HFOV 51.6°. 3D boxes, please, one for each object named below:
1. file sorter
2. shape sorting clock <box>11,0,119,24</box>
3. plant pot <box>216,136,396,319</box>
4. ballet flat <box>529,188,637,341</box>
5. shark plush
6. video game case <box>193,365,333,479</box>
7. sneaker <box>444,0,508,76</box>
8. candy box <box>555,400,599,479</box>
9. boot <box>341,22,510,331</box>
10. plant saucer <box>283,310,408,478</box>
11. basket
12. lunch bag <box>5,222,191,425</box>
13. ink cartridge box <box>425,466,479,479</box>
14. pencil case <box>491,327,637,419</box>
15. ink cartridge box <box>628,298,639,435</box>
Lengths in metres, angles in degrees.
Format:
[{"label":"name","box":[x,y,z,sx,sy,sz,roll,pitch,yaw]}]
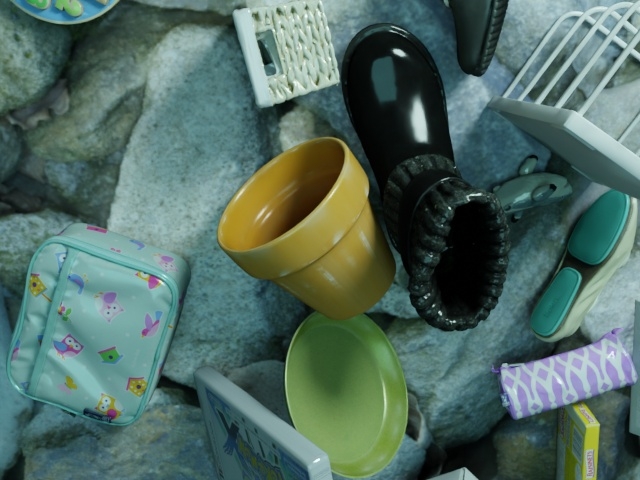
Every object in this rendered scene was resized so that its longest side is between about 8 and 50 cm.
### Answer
[{"label":"file sorter","box":[0.357,-0.164,0.774,0.193,0.278,0.173,33,102,-10]},{"label":"shape sorting clock","box":[-0.328,-0.378,0.827,0.206,0.040,0.206,0,108,0]},{"label":"plant pot","box":[0.000,0.000,0.883,0.205,0.205,0.188,-34,121,11]},{"label":"ballet flat","box":[0.387,0.040,0.950,0.086,0.086,0.248,25,108,-7]},{"label":"shark plush","box":[0.274,-0.044,0.930,0.161,0.073,0.067,-38,134,7]},{"label":"video game case","box":[-0.073,0.366,0.947,0.036,0.329,0.300,-20,111,-31]},{"label":"sneaker","box":[0.160,-0.367,0.801,0.146,0.122,0.330,4,111,18]},{"label":"candy box","box":[0.397,0.345,1.029,0.027,0.105,0.206,-4,109,2]},{"label":"boot","box":[0.124,-0.089,0.804,0.131,0.260,0.348,-18,108,6]},{"label":"plant saucer","box":[0.032,0.214,0.945,0.037,0.241,0.241,-26,110,42]},{"label":"basket","box":[-0.042,-0.235,0.811,0.103,0.167,0.113,-15,108,-1]},{"label":"lunch bag","box":[-0.328,0.127,0.960,0.224,0.108,0.279,20,108,-6]},{"label":"ink cartridge box","box":[0.232,0.523,1.042,0.307,0.129,0.223,44,128,-13]},{"label":"pencil case","box":[0.364,0.203,0.997,0.206,0.086,0.088,-18,79,5]},{"label":"ink cartridge box","box":[0.576,0.213,0.919,0.066,0.261,0.296,-38,130,-29]}]
